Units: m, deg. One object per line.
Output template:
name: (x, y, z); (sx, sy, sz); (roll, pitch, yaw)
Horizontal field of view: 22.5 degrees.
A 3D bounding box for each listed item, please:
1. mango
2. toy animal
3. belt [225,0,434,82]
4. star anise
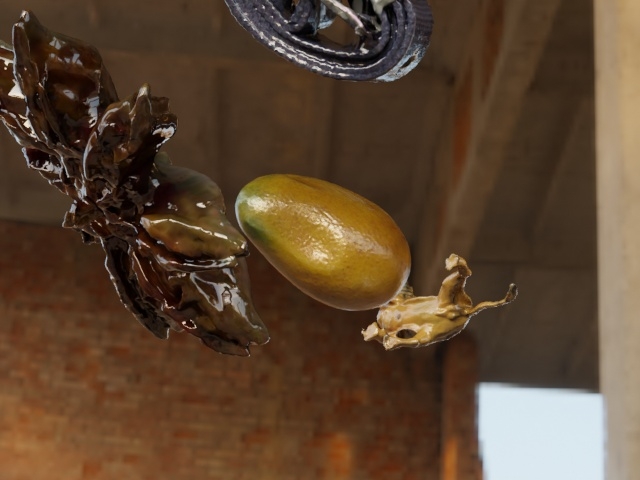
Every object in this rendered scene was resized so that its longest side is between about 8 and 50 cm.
mango: (0.004, -0.002, 1.429); (0.165, 0.115, 0.089); (34, -55, 5)
toy animal: (0.142, 0.084, 1.923); (0.116, 0.114, 0.255); (16, -13, -40)
belt: (-0.010, -0.226, 1.322); (0.139, 0.230, 0.126); (-47, -7, 14)
star anise: (-0.134, -0.036, 1.042); (0.288, 0.088, 0.288); (44, -17, 17)
